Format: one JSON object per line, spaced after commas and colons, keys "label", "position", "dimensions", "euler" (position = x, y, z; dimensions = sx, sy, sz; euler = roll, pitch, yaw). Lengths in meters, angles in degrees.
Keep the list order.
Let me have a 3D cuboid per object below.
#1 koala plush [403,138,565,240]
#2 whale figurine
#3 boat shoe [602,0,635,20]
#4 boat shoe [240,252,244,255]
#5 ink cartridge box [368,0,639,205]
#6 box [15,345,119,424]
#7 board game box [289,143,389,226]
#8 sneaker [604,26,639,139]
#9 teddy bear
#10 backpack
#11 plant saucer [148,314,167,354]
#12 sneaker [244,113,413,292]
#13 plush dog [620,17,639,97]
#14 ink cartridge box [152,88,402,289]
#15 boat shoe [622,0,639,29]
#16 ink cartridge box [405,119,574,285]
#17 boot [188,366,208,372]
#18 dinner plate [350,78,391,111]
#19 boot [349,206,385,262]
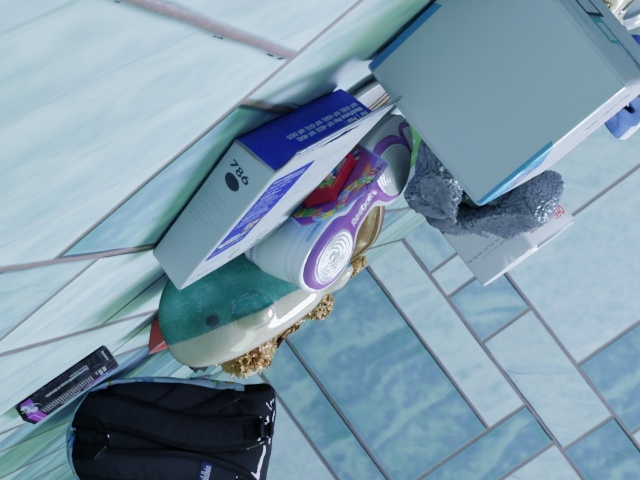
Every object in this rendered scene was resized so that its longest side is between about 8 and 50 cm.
{"label": "koala plush", "position": [0.223, -0.129, 1.479], "dimensions": [0.203, 0.196, 0.221], "euler": [131, -19, -70]}
{"label": "whale figurine", "position": [-0.095, 0.066, 1.501], "dimensions": [0.272, 0.141, 0.216], "euler": [-26, -176, -3]}
{"label": "boat shoe", "position": [0.351, -0.326, 1.358], "dimensions": [0.302, 0.109, 0.098], "euler": [-43, 167, 6]}
{"label": "boat shoe", "position": [-0.116, 0.026, 1.609], "dimensions": [0.178, 0.064, 0.060], "euler": [-38, -156, 23]}
{"label": "ink cartridge box", "position": [0.226, -0.189, 1.227], "dimensions": [0.198, 0.197, 0.270], "euler": [-41, 172, 25]}
{"label": "box", "position": [-0.386, 0.223, 1.689], "dimensions": [0.162, 0.029, 0.116], "euler": [-34, 174, -13]}
{"label": "board game box", "position": [0.005, -0.081, 1.359], "dimensions": [0.133, 0.033, 0.169], "euler": [-37, -156, -4]}
{"label": "sneaker", "position": [0.509, -0.349, 1.893], "dimensions": [0.315, 0.182, 0.127], "euler": [-66, -169, -17]}
{"label": "teddy bear", "position": [-0.074, 0.106, 1.952], "dimensions": [0.338, 0.113, 0.245], "euler": [-41, -162, 1]}
{"label": "backpack", "position": [-0.288, 0.382, 2.019], "dimensions": [0.356, 0.290, 0.273], "euler": [9, 170, -18]}
{"label": "plant saucer", "position": [-0.150, 0.077, 1.803], "dimensions": [0.259, 0.047, 0.258], "euler": [-39, 173, 15]}
{"label": "sneaker", "position": [0.012, -0.070, 1.462], "dimensions": [0.305, 0.152, 0.114], "euler": [-51, 138, -29]}
{"label": "plush dog", "position": [0.380, -0.232, 1.705], "dimensions": [0.225, 0.210, 0.262], "euler": [-33, 174, 2]}
{"label": "ink cartridge box", "position": [-0.057, -0.067, 1.211], "dimensions": [0.165, 0.065, 0.333], "euler": [-31, 173, -39]}
{"label": "boat shoe", "position": [0.547, -0.433, 1.768], "dimensions": [0.227, 0.079, 0.081], "euler": [-45, 161, 25]}
{"label": "ink cartridge box", "position": [0.245, -0.087, 1.713], "dimensions": [0.115, 0.272, 0.198], "euler": [-41, 172, 33]}
{"label": "boot", "position": [-0.209, 0.168, 2.109], "dimensions": [0.161, 0.083, 0.246], "euler": [-48, 174, -3]}
{"label": "dinner plate", "position": [0.046, -0.159, 1.301], "dimensions": [0.141, 0.017, 0.141], "euler": [-36, 173, -5]}
{"label": "boot", "position": [0.000, 0.000, 1.625], "dimensions": [0.115, 0.112, 0.305], "euler": [-28, 157, -42]}
